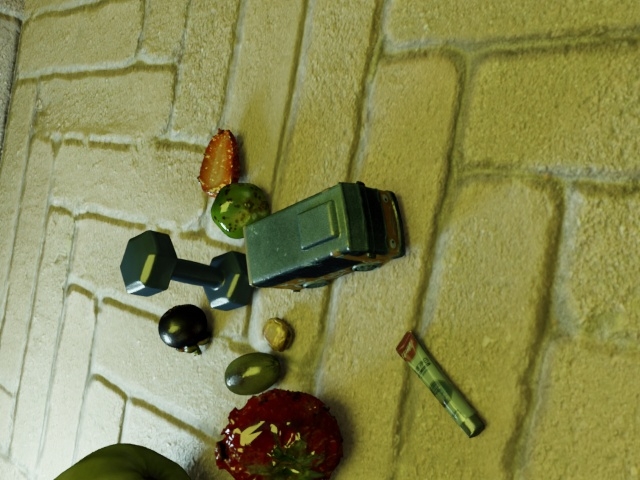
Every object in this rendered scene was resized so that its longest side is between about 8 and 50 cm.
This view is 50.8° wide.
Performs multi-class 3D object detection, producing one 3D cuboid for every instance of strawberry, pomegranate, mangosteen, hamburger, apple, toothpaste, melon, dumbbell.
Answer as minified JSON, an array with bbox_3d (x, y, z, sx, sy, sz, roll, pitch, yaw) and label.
[{"bbox_3d":[-0.252,-0.198,1.786,0.121,0.082,0.188,4,77,30],"label":"strawberry"},{"bbox_3d":[-0.220,-0.073,1.700,0.169,0.122,0.143,-4,103,40],"label":"pomegranate"},{"bbox_3d":[-0.359,0.244,1.801,0.137,0.137,0.151,-18,107,40],"label":"mangosteen"},{"bbox_3d":[-0.103,0.224,1.606,0.083,0.044,0.076,43,111,35],"label":"hamburger"},{"bbox_3d":[-0.502,0.733,1.655,0.474,0.474,0.473,-7,80,42],"label":"apple"},{"bbox_3d":[0.226,0.275,1.298,0.239,0.039,0.062,52,125,37],"label":"toothpaste"},{"bbox_3d":[-0.162,0.319,1.614,0.162,0.099,0.099,-23,69,36],"label":"melon"},{"bbox_3d":[-0.091,0.433,1.464,0.220,0.274,0.274,-102,35,-70],"label":"strawberry"},{"bbox_3d":[-0.313,0.078,1.629,0.160,0.325,0.144,-17,65,41],"label":"dumbbell"}]

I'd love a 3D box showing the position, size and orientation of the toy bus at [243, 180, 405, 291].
[{"bbox_3d":[0.000,0.000,1.436,0.324,0.194,0.161,-21,69,40],"label":"toy bus"}]
